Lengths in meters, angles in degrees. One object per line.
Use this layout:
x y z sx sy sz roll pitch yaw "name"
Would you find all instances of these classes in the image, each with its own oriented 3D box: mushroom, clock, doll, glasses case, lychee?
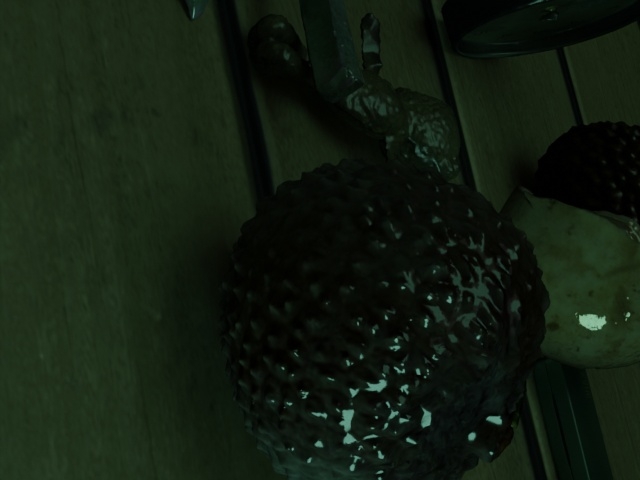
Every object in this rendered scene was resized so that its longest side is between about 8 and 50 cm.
0.313 0.053 1.674 0.254 0.189 0.195 26 8 9 "mushroom"
0.292 -0.295 1.784 0.281 0.281 0.055 1 76 -58 "clock"
0.044 -0.140 1.483 0.202 0.091 0.286 55 25 14 "doll"
0.306 0.230 1.706 0.078 0.039 0.184 14 60 -55 "glasses case"
0.044 0.079 1.168 0.300 0.300 0.300 36 43 -43 "lychee"
0.406 -0.040 1.861 0.271 0.236 0.236 43 36 -12 "lychee"

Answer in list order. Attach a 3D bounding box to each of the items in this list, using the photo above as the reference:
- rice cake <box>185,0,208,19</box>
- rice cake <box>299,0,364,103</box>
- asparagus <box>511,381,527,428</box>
-0.077 -0.300 1.428 0.290 0.051 0.081 -48 146 -56 "rice cake"
0.002 -0.235 1.406 0.034 0.043 0.210 21 50 -49 "rice cake"
0.238 0.158 1.667 0.016 0.016 0.163 35 41 -15 "asparagus"
